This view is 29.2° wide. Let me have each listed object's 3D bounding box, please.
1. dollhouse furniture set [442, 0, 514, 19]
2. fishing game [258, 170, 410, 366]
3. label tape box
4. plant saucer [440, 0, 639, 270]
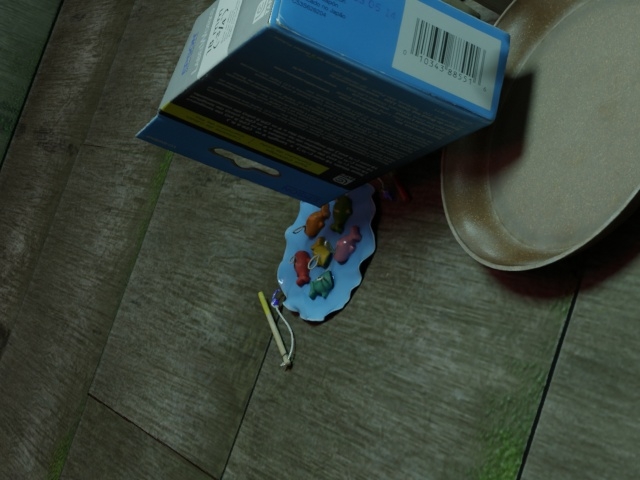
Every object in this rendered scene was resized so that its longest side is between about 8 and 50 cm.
[{"bbox_3d":[0.142,-0.389,1.258,0.286,0.198,0.303,-28,47,50],"label":"dollhouse furniture set"},{"bbox_3d":[0.000,0.000,1.407,0.264,0.041,0.189,-53,35,26],"label":"fishing game"},{"bbox_3d":[-0.011,-0.155,1.228,0.334,0.241,0.105,-23,51,59],"label":"label tape box"},{"bbox_3d":[0.223,-0.114,1.090,0.310,0.050,0.310,-40,39,43],"label":"plant saucer"}]
